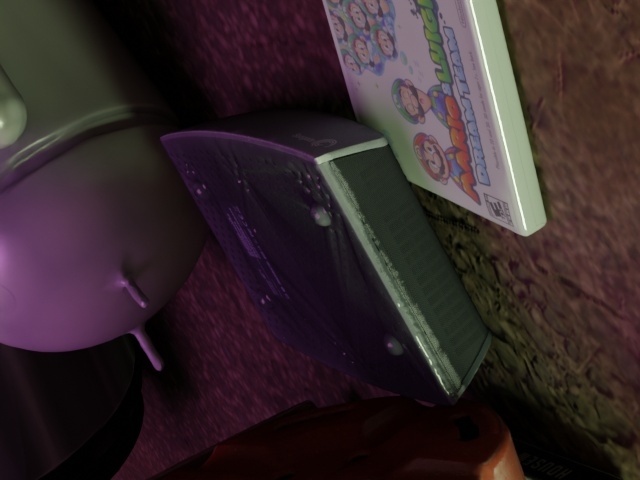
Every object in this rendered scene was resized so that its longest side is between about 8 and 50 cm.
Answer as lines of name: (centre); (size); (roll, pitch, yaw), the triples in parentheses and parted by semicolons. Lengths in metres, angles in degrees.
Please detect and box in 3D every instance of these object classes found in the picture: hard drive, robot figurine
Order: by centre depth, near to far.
hard drive: (0.000, 0.000, 1.000); (0.172, 0.054, 0.254); (60, 163, -16)
robot figurine: (-0.209, -0.068, 1.210); (0.353, 0.200, 0.300); (53, 179, 19)

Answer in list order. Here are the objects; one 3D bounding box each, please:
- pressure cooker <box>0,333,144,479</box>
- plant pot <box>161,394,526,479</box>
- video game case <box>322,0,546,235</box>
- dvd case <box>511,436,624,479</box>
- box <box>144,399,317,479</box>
pressure cooker: (-0.353, 0.098, 1.516); (0.375, 0.370, 0.420); (26, 141, 52)
plant pot: (0.032, 0.239, 0.925); (0.272, 0.272, 0.265); (11, 118, 63)
video game case: (0.048, -0.090, 0.855); (0.143, 0.019, 0.157); (30, 143, 54)
dvd case: (0.153, 0.224, 0.998); (0.179, 0.029, 0.239); (12, 127, 63)
box: (-0.100, 0.283, 1.252); (0.143, 0.191, 0.381); (56, 149, 16)
